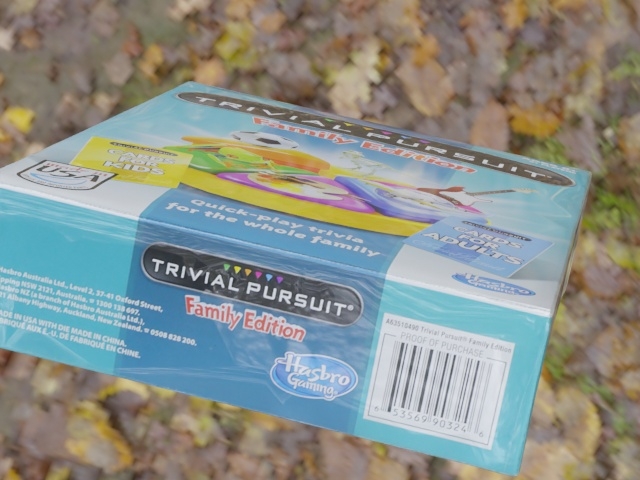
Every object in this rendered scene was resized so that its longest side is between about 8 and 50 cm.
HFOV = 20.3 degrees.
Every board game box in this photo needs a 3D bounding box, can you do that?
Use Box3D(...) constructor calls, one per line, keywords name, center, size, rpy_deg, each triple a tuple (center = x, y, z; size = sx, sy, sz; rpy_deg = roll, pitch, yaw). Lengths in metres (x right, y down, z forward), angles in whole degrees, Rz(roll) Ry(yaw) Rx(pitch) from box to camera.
Box3D(name="board game box", center=(0.000, 0.000, 0.914), size=(0.253, 0.336, 0.079), rpy_deg=(13, 105, 8))
